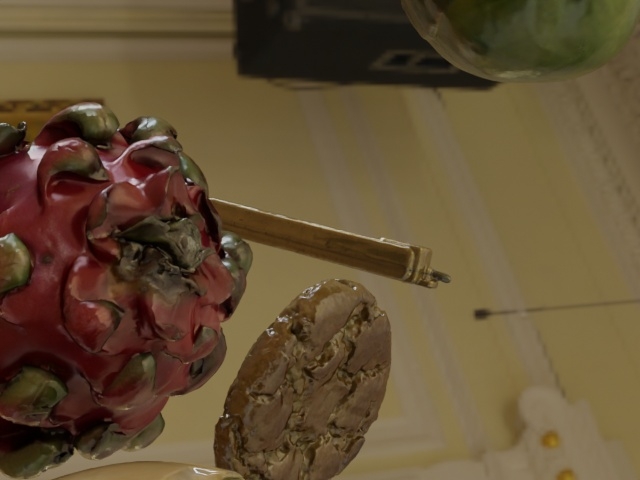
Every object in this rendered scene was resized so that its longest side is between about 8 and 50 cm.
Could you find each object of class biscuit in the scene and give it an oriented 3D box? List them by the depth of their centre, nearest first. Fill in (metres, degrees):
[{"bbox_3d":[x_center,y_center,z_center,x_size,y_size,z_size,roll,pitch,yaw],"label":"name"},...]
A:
[{"bbox_3d":[-0.009,0.139,1.161,0.042,0.226,0.226,25,-59,31],"label":"biscuit"}]

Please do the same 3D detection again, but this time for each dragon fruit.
[{"bbox_3d":[-0.133,0.033,0.808,0.273,0.198,0.218,34,63,-74],"label":"dragon fruit"}]

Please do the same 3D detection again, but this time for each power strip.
[{"bbox_3d":[0.000,0.000,1.525,0.064,0.305,0.044,11,94,-72],"label":"power strip"}]

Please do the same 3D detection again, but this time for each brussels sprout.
[{"bbox_3d":[0.161,-0.264,1.148,0.219,0.210,0.271,-79,160,-87],"label":"brussels sprout"}]

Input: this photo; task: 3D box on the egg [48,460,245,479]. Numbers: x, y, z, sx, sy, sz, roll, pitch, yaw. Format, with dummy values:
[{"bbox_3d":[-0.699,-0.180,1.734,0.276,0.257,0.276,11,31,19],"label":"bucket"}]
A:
[{"bbox_3d":[-0.099,0.203,0.581,0.244,0.201,0.201,-26,-115,29],"label":"egg"}]
